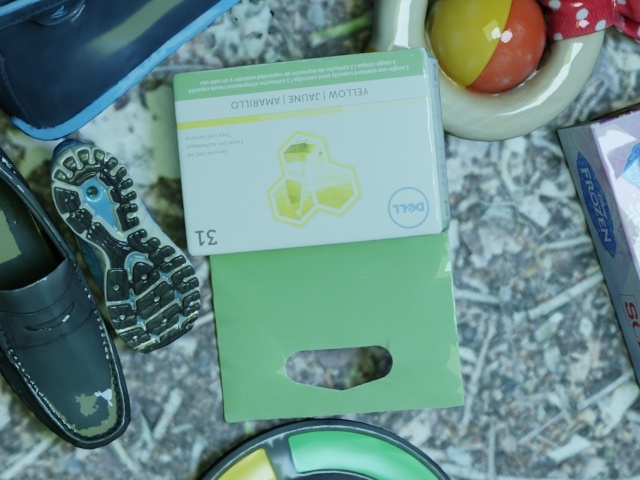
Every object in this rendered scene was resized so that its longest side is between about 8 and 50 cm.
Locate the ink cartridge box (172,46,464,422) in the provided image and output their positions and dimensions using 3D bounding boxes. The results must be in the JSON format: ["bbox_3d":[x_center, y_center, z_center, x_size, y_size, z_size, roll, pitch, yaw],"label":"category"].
[{"bbox_3d":[0.000,0.000,1.206,0.171,0.056,0.235,-5,90,11],"label":"ink cartridge box"}]

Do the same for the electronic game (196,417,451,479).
[{"bbox_3d":[0.002,0.234,1.243,0.229,0.048,0.229,0,89,-16],"label":"electronic game"}]

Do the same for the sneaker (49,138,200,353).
[{"bbox_3d":[-0.128,-0.001,1.199,0.063,0.073,0.162,-26,118,-8],"label":"sneaker"}]

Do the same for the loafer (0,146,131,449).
[{"bbox_3d":[-0.186,0.035,1.174,0.076,0.078,0.223,-28,97,-13],"label":"loafer"}]

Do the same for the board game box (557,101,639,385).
[{"bbox_3d":[0.367,0.018,1.335,0.318,0.066,0.318,-21,95,-15],"label":"board game box"}]

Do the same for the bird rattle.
[{"bbox_3d":[0.129,-0.168,1.265,0.253,0.143,0.207,22,96,-27],"label":"bird rattle"}]

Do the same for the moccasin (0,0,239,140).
[{"bbox_3d":[-0.081,-0.206,1.172,0.342,0.138,0.117,-42,102,-12],"label":"moccasin"}]
